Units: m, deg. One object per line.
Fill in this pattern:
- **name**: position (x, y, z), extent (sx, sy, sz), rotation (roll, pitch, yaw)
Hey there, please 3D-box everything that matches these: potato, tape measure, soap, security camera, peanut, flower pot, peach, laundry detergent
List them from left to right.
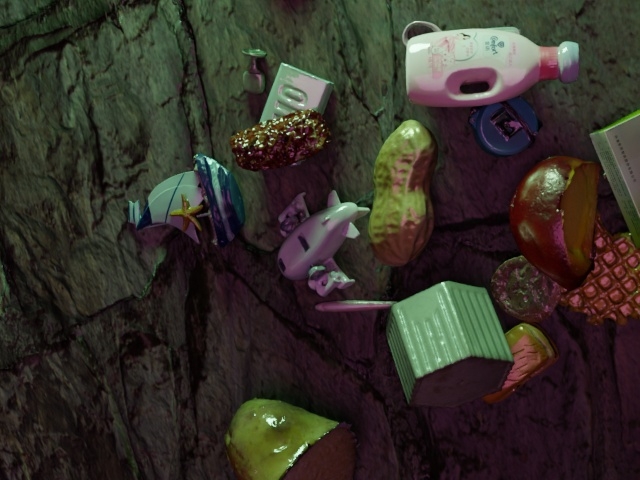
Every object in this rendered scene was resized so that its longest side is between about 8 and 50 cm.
- **security camera**: position (-0.145, -0.368, 1.796), extent (0.058, 0.058, 0.092), rotation (12, 115, 9)
- **potato**: position (-0.090, 0.483, 1.857), extent (0.237, 0.300, 0.289), rotation (23, 127, 38)
- **soap**: position (-0.062, -0.270, 1.784), extent (0.119, 0.066, 0.198), rotation (24, 105, 8)
- **peanut**: position (0.177, -0.096, 1.731), extent (0.149, 0.149, 0.314), rotation (7, 97, 10)
- **flower pot**: position (0.264, 0.220, 1.705), extent (0.239, 0.209, 0.190), rotation (-26, 53, 13)
- **laundry detergent**: position (0.340, -0.345, 1.636), extent (0.334, 0.088, 0.159), rotation (0, 84, 13)
- **tape measure**: position (0.377, -0.237, 1.690), extent (0.125, 0.081, 0.146), rotation (-40, 89, 0)
- **peach**: position (0.458, -0.035, 1.645), extent (0.153, 0.158, 0.268), rotation (-2, 80, 50)

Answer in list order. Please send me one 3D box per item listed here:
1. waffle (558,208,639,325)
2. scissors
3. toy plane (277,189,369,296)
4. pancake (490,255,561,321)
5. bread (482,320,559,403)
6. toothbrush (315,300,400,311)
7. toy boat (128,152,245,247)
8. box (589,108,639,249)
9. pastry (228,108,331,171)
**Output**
- **waffle**: position (0.605, 0.056, 1.715), extent (0.253, 0.056, 0.249), rotation (-2, 100, 14)
- **scissors**: position (0.291, -0.410, 1.702), extent (0.242, 0.030, 0.118), rotation (-7, 99, 17)
- **toy plane**: position (0.000, 0.000, 1.790), extent (0.244, 0.117, 0.245), rotation (2, 93, 41)
- **pancake**: position (0.437, 0.106, 1.753), extent (0.151, 0.025, 0.152), rotation (8, 106, 28)
- **bread**: position (0.414, 0.267, 1.788), extent (0.200, 0.077, 0.116), rotation (-41, 83, 15)
- **toothbrush**: position (0.137, 0.145, 1.845), extent (0.307, 0.029, 0.025), rotation (-3, 89, 15)
- **toy boat**: position (-0.316, -0.079, 1.889), extent (0.290, 0.067, 0.221), rotation (-9, 98, 24)
- **box**: position (0.667, -0.132, 1.630), extent (0.175, 0.062, 0.261), rotation (-26, 94, -9)
- **pastry**: position (-0.085, -0.203, 1.714), extent (0.208, 0.115, 0.097), rotation (-16, 110, 12)
